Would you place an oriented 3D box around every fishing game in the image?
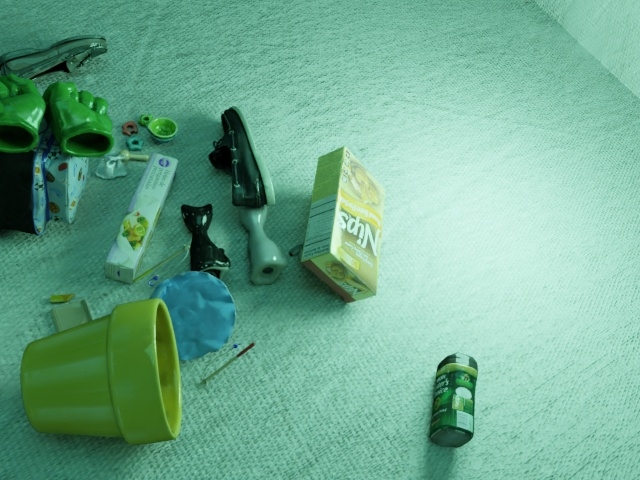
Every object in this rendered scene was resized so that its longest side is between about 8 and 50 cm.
[{"bbox_3d":[-0.265,0.156,1.463,0.189,0.041,0.264,-38,82,-9],"label":"fishing game"}]

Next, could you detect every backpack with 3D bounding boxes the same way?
[{"bbox_3d":[-0.596,-0.173,1.497,0.213,0.276,0.263,7,47,-19],"label":"backpack"}]

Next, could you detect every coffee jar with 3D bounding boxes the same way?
[{"bbox_3d":[0.280,0.331,1.502,0.079,0.096,0.184,20,51,-6],"label":"coffee jar"}]

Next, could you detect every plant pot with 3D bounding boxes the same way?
[{"bbox_3d":[-0.387,0.243,1.278,0.239,0.254,0.254,-7,57,-5],"label":"plant pot"}]

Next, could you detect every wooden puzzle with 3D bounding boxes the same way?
[{"bbox_3d":[-0.498,0.155,1.438,0.079,0.014,0.116,-12,60,-19],"label":"wooden puzzle"}]

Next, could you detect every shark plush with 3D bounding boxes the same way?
[{"bbox_3d":[0.000,0.000,1.668,0.073,0.067,0.161,41,54,13],"label":"shark plush"}]

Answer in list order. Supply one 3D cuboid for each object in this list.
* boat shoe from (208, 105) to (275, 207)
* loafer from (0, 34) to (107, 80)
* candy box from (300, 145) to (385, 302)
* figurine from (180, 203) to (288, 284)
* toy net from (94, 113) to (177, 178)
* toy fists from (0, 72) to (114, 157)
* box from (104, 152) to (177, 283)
[{"bbox_3d":[-0.207,-0.197,1.708,0.113,0.127,0.340,-17,54,-11],"label":"boat shoe"},{"bbox_3d":[-0.653,-0.437,1.777,0.268,0.096,0.084,-20,83,-21],"label":"loafer"},{"bbox_3d":[0.059,-0.039,1.646,0.183,0.088,0.316,42,41,-37],"label":"candy box"},{"bbox_3d":[-0.197,-0.005,1.604,0.215,0.092,0.209,-3,53,-20],"label":"figurine"},{"bbox_3d":[-0.454,-0.233,1.707,0.122,0.045,0.232,38,54,11],"label":"toy net"},{"bbox_3d":[-0.527,-0.243,1.356,0.279,0.096,0.142,-2,50,-42],"label":"toy fists"},{"bbox_3d":[-0.393,-0.055,1.587,0.063,0.067,0.324,17,52,-6],"label":"box"}]
